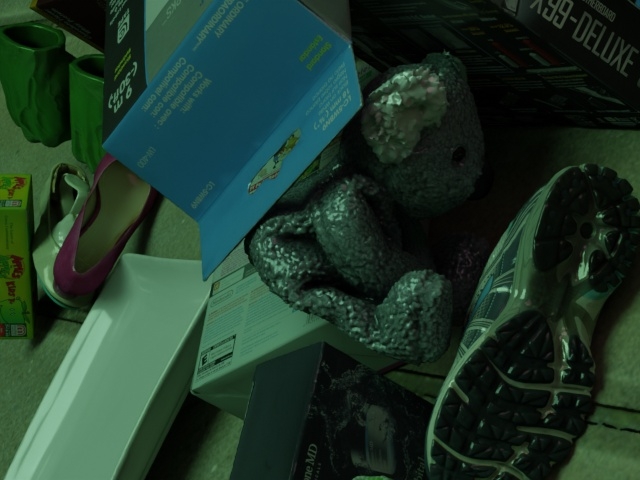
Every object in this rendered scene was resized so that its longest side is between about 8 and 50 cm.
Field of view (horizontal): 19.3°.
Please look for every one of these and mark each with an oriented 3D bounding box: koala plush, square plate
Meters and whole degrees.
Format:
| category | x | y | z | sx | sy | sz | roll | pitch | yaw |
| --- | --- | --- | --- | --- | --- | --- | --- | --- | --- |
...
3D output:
| category | x | y | z | sx | sy | sz | roll | pitch | yaw |
| --- | --- | --- | --- | --- | --- | --- | --- | --- | --- |
| koala plush | 0.057 | -0.047 | 1.524 | 0.221 | 0.203 | 0.196 | -70 | -12 | 18 |
| square plate | -0.221 | 0.178 | 1.976 | 0.347 | 0.049 | 0.344 | -63 | 21 | -10 |

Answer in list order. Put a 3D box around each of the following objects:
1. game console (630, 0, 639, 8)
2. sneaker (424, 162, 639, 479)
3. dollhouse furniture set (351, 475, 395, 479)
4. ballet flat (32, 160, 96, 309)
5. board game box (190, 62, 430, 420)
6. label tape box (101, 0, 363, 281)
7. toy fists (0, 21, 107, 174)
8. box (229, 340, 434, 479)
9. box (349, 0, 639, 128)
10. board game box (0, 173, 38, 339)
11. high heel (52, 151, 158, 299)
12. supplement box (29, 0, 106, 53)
| category | x | y | z | sx | sy | sz | roll | pitch | yaw |
| --- | --- | --- | --- | --- | --- | --- | --- | --- | --- |
| game console | 0.277 | -0.260 | 1.615 | 0.085 | 0.124 | 0.144 | 125 | 170 | -76 |
| sneaker | 0.160 | 0.079 | 1.475 | 0.283 | 0.110 | 0.122 | -62 | 11 | -12 |
| dollhouse furniture set | 0.172 | 0.198 | 1.207 | 0.151 | 0.197 | 0.301 | -58 | 29 | 3 |
| ballet flat | -0.304 | -0.016 | 2.287 | 0.086 | 0.086 | 0.248 | -48 | 31 | 19 |
| board game box | 0.000 | 0.000 | 1.784 | 0.224 | 0.097 | 0.303 | -27 | 42 | 43 |
| label tape box | -0.083 | -0.173 | 1.577 | 0.240 | 0.106 | 0.334 | -47 | 33 | 36 |
| toy fists | -0.302 | -0.174 | 2.351 | 0.279 | 0.096 | 0.142 | 25 | 125 | 37 |
| box | 0.016 | 0.189 | 1.505 | 0.093 | 0.158 | 0.156 | -24 | 44 | 47 |
| box | 0.131 | -0.184 | 1.601 | 0.307 | 0.242 | 0.077 | 7 | 69 | 60 |
| board game box | -0.371 | 0.020 | 2.291 | 0.092 | 0.043 | 0.181 | -99 | 9 | -61 |
| high heel | -0.238 | -0.043 | 2.175 | 0.244 | 0.082 | 0.117 | -57 | 8 | -19 |
| supplement box | -0.220 | -0.306 | 2.330 | 0.194 | 0.191 | 0.129 | -3 | 60 | 58 |
